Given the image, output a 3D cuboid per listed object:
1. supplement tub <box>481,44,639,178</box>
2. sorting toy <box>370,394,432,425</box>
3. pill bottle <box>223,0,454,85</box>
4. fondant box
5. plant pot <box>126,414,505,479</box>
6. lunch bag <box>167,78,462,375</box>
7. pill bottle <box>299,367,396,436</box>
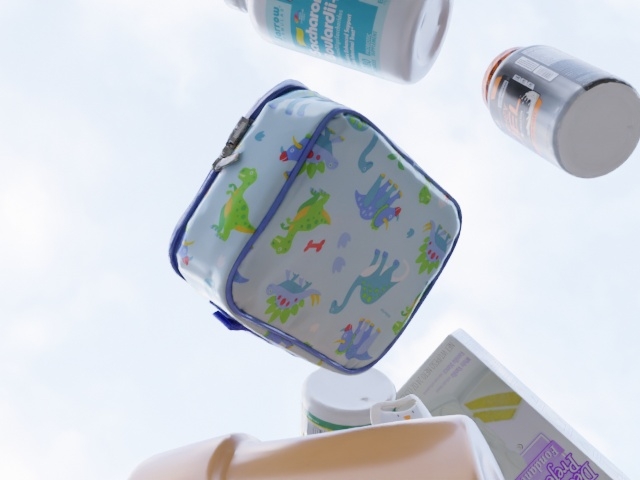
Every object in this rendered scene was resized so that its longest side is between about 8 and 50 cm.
[{"bbox_3d":[0.267,-0.154,1.140,0.117,0.190,0.117,-9,-64,-18],"label":"supplement tub"},{"bbox_3d":[0.082,0.179,0.926,0.083,0.075,0.045,-10,-35,-24],"label":"sorting toy"},{"bbox_3d":[0.015,-0.288,1.198,0.264,0.146,0.146,21,-59,21],"label":"pill bottle"},{"bbox_3d":[0.235,0.322,1.419,0.330,0.096,0.238,42,-79,11],"label":"fondant box"},{"bbox_3d":[0.032,0.233,0.606,0.203,0.291,0.291,-24,-58,9],"label":"plant pot"},{"bbox_3d":[0.000,0.000,0.745,0.219,0.090,0.176,34,-94,-50],"label":"lunch bag"},{"bbox_3d":[0.031,0.267,1.248,0.117,0.117,0.208,-2,-64,-11],"label":"pill bottle"}]
